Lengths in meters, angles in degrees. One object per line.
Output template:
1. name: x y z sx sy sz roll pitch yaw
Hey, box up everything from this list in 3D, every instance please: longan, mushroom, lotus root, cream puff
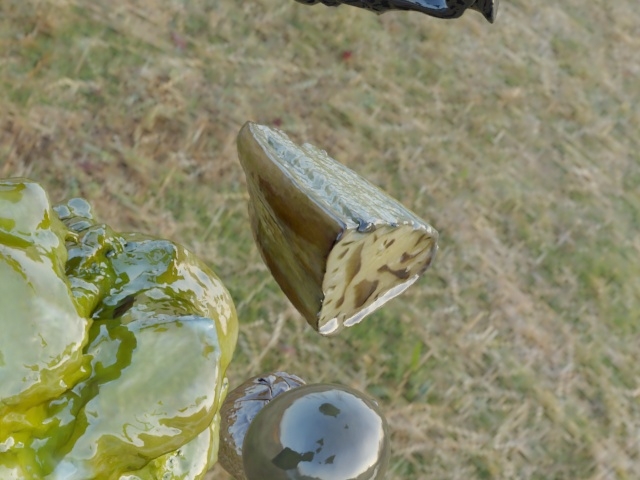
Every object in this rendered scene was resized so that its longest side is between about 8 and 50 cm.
1. longan: 0.001 0.246 1.555 0.204 0.185 0.159 -28 101 -43
2. mushroom: -0.049 0.312 2.010 0.253 0.153 0.253 25 26 -14
3. lotus root: 0.000 -0.004 0.856 0.135 0.095 0.159 45 12 36
4. cream puff: -0.238 0.081 0.858 0.378 0.378 0.275 -36 113 -50

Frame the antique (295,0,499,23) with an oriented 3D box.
1. antique: 0.092 -0.383 1.481 0.255 0.185 0.322 7 60 10
